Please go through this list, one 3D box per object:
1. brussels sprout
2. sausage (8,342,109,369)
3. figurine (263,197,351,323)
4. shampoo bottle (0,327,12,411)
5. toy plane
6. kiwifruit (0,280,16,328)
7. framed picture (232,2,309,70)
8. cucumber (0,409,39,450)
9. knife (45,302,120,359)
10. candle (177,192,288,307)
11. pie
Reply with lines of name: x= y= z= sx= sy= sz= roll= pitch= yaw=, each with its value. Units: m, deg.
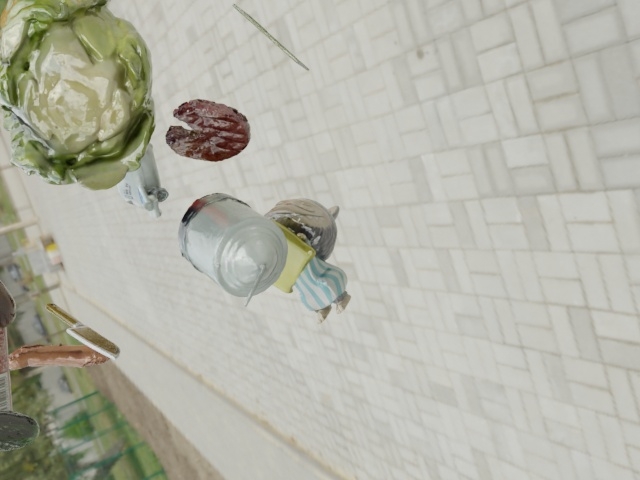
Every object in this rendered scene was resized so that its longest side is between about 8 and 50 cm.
brussels sprout: x=-0.540 y=-0.343 z=1.616 sx=0.361 sy=0.343 sz=0.425 roll=-118 pitch=29 yaw=-67
sausage: x=-0.773 y=0.343 z=2.178 sx=0.078 sy=0.305 sz=0.078 roll=180 pitch=90 yaw=-73
figurine: x=0.000 y=0.000 z=2.298 sx=0.361 sy=0.377 sz=0.266 roll=49 pitch=139 yaw=-8
shampoo bottle: x=-0.669 y=0.227 z=1.434 sx=0.076 sy=0.118 sz=0.314 roll=-2 pitch=93 yaw=35
toy plane: x=-0.483 y=-0.178 z=1.923 sx=0.267 sy=0.123 sz=0.266 roll=159 pitch=90 yaw=-78
kiwifruit: x=-0.537 y=0.090 z=1.161 sx=0.075 sy=0.075 sz=0.124 roll=36 pitch=160 yaw=53
framed picture: x=-0.128 y=-0.539 z=1.955 sx=0.231 sy=0.010 sz=0.173 roll=42 pitch=-169 yaw=1
cucumber: x=-0.540 y=0.282 z=1.088 sx=0.074 sy=0.242 sz=0.074 roll=-18 pitch=68 yaw=52
knife: x=-0.440 y=0.168 z=1.338 sx=0.256 sy=0.046 sz=0.022 roll=22 pitch=102 yaw=38
candle: x=-0.213 y=0.015 z=1.862 sx=0.343 sy=0.221 sz=0.221 roll=28 pitch=135 yaw=51
pie: x=-0.275 y=-0.264 z=1.783 sx=0.219 sy=0.204 sz=0.054 roll=-34 pitch=48 yaw=45
